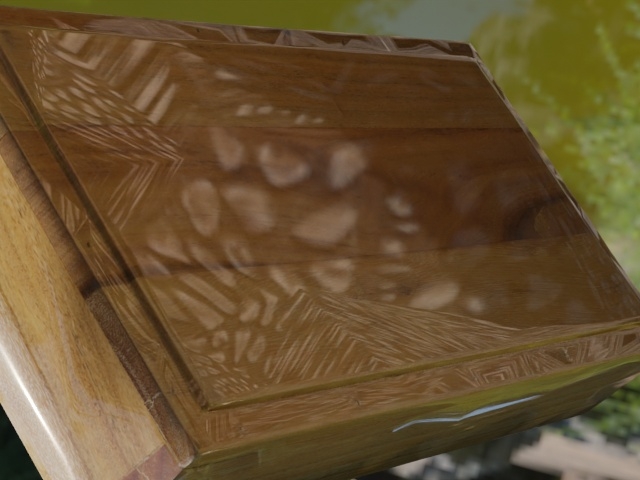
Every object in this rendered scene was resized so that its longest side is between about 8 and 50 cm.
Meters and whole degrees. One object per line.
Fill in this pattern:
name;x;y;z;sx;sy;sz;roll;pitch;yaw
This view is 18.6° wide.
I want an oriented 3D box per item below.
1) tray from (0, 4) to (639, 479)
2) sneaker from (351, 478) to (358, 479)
tray;0.000;0.000;0.875;0.076;0.203;0.411;-41;161;27
sneaker;0.038;0.215;1.126;0.146;0.134;0.343;9;-175;-8
